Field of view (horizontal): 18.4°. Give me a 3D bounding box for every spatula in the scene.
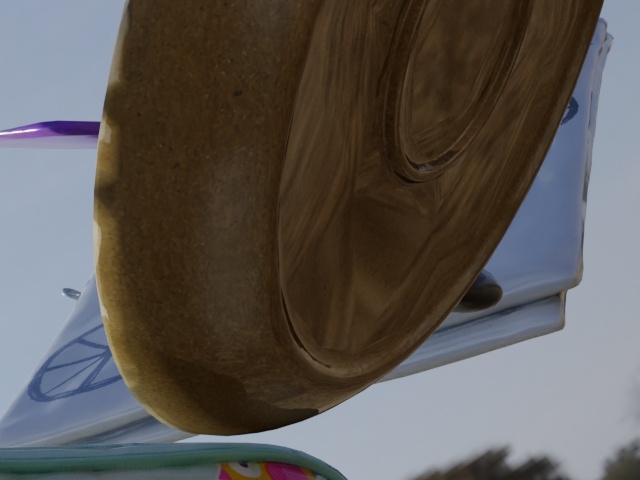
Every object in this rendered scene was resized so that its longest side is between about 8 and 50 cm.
[{"bbox_3d":[-0.036,-0.015,0.713,0.084,0.296,0.030,0,-75,-38],"label":"spatula"}]

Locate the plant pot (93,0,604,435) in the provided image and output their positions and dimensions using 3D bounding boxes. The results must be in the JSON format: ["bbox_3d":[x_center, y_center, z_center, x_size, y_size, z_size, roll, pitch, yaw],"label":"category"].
[{"bbox_3d":[0.025,-0.055,0.495,0.236,0.032,0.236,-47,-31,-39],"label":"plant pot"}]

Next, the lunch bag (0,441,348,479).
[{"bbox_3d":[-0.078,0.203,0.602,0.224,0.279,0.108,4,-17,-31],"label":"lunch bag"}]

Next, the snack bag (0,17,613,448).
[{"bbox_3d":[0.000,0.000,1.060,0.323,0.037,0.342,-19,21,19],"label":"snack bag"}]
